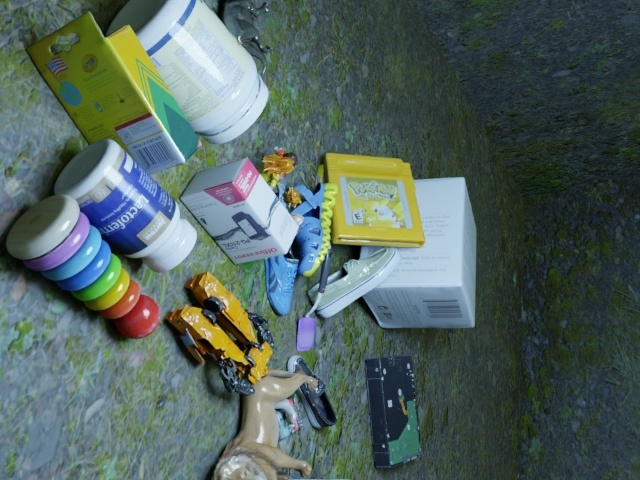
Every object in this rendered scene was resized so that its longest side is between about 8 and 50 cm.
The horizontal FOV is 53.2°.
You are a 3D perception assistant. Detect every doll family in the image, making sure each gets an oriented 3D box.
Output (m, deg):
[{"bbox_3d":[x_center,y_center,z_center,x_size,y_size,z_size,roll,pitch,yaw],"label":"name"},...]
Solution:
[{"bbox_3d":[-0.123,-0.129,1.676,0.118,0.163,0.263,7,74,-56],"label":"doll family"}]

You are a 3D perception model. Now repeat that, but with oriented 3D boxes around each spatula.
[{"bbox_3d":[-0.011,0.167,1.804,0.084,0.030,0.297,14,94,-56],"label":"spatula"}]

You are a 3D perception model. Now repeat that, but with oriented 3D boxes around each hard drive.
[{"bbox_3d":[0.241,0.554,2.102,0.237,0.064,0.339,11,69,-55],"label":"hard drive"}]

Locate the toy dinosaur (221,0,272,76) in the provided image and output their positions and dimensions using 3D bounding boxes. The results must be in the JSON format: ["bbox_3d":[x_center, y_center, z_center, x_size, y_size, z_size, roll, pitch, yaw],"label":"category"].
[{"bbox_3d":[-0.220,-0.594,1.762,0.160,0.121,0.314,0,84,-45],"label":"toy dinosaur"}]

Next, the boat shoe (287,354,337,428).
[{"bbox_3d":[-0.016,0.412,1.741,0.080,0.076,0.229,-37,111,-55],"label":"boat shoe"}]

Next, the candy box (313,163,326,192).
[{"bbox_3d":[0.015,-0.130,2.017,0.105,0.027,0.206,41,47,-38],"label":"candy box"}]

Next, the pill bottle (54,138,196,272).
[{"bbox_3d":[-0.378,-0.061,1.272,0.265,0.153,0.153,49,42,-37],"label":"pill bottle"}]

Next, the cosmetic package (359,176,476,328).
[{"bbox_3d":[0.332,0.050,2.110,0.329,0.327,0.394,58,35,-53],"label":"cosmetic package"}]

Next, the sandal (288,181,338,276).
[{"bbox_3d":[-0.041,-0.041,1.815,0.138,0.126,0.318,17,55,-15],"label":"sandal"}]

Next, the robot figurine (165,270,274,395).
[{"bbox_3d":[-0.218,0.221,1.479,0.291,0.085,0.211,55,39,-28],"label":"robot figurine"}]

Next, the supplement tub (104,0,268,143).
[{"bbox_3d":[-0.292,-0.396,1.441,0.325,0.235,0.236,45,45,-41],"label":"supplement tub"}]

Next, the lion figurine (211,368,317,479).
[{"bbox_3d":[-0.137,0.444,1.515,0.240,0.142,0.392,29,40,-29],"label":"lion figurine"}]

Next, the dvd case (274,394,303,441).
[{"bbox_3d":[-0.091,0.464,1.668,0.119,0.013,0.087,-14,91,-58],"label":"dvd case"}]

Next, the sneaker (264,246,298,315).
[{"bbox_3d":[-0.098,0.096,1.719,0.069,0.082,0.209,4,78,-58],"label":"sneaker"}]

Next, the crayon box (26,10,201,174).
[{"bbox_3d":[-0.403,-0.280,1.262,0.319,0.202,0.081,61,35,-25],"label":"crayon box"}]

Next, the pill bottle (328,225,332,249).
[{"bbox_3d":[0.000,0.000,1.913,0.067,0.067,0.120,38,49,-45],"label":"pill bottle"}]

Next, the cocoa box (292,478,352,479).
[{"bbox_3d":[-0.043,0.748,1.441,0.347,0.231,0.228,-47,119,-52],"label":"cocoa box"}]

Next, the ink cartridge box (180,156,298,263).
[{"bbox_3d":[-0.191,-0.064,1.543,0.237,0.171,0.100,54,39,-32],"label":"ink cartridge box"}]

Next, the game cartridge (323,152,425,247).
[{"bbox_3d":[0.162,-0.128,1.968,0.285,0.053,0.324,2,58,-13],"label":"game cartridge"}]

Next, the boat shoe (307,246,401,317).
[{"bbox_3d":[0.100,0.107,1.871,0.302,0.109,0.094,-37,109,-8],"label":"boat shoe"}]

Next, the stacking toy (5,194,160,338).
[{"bbox_3d":[-0.422,0.072,1.203,0.330,0.141,0.141,59,36,-39],"label":"stacking toy"}]
